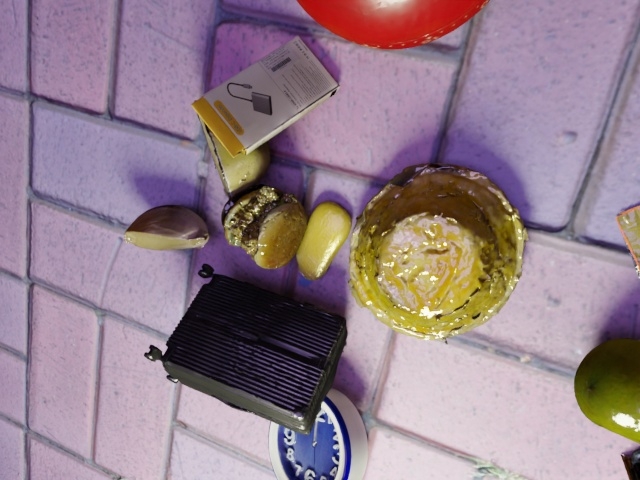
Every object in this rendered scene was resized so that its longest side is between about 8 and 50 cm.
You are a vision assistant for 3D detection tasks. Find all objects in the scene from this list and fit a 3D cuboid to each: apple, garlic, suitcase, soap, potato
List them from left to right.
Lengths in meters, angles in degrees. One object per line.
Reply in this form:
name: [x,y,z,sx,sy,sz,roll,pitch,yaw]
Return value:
garlic: [-0.323,-0.027,1.043,0.196,0.101,0.087,5,136,13]
potato: [-0.163,-0.188,0.934,0.117,0.182,0.202,-20,71,-9]
suitcase: [-0.132,0.217,0.946,0.335,0.229,0.152,16,148,16]
soap: [0.000,0.000,0.965,0.089,0.033,0.168,37,113,14]
apple: [0.514,0.244,0.751,0.197,0.196,0.156,16,73,16]

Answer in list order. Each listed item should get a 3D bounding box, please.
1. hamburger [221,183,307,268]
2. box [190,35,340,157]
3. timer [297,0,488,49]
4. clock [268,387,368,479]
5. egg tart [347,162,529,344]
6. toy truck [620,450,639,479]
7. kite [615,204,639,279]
hamburger: [-0.098,-0.034,0.915,0.131,0.159,0.184,36,145,28]
box: [-0.098,-0.261,0.862,0.247,0.033,0.129,-37,88,-15]
timer: [0.107,-0.479,0.679,0.378,0.279,0.377,5,103,22]
clock: [-0.009,0.428,0.996,0.230,0.083,0.230,-13,71,43]
egg tart: [0.197,0.031,0.846,0.342,0.132,0.341,4,103,19]
toy truck: [0.630,0.429,0.807,0.178,0.080,0.115,-12,103,24]
kite: [0.664,0.012,0.731,0.378,0.013,0.327,21,108,16]
